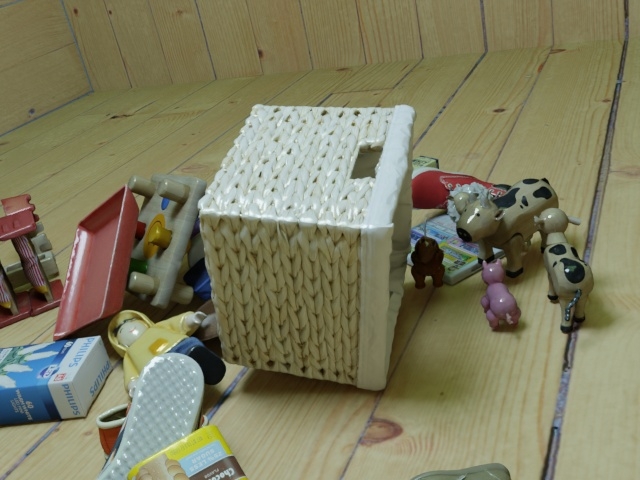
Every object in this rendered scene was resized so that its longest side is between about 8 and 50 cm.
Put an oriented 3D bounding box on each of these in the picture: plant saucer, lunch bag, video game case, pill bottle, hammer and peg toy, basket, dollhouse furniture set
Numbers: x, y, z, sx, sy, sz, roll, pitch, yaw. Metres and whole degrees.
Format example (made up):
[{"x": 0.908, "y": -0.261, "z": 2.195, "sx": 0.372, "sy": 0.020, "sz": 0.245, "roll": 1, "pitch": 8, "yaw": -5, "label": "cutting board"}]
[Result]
[{"x": -0.157, "y": 0.117, "z": 1.282, "sx": 0.199, "sy": 0.036, "sz": 0.198, "roll": -24, "pitch": 10, "yaw": 4, "label": "plant saucer"}, {"x": -0.424, "y": 0.052, "z": 1.362, "sx": 0.258, "sy": 0.048, "sz": 0.258, "roll": -24, "pitch": 55, "yaw": 48, "label": "plant saucer"}, {"x": -0.219, "y": 0.087, "z": 1.407, "sx": 0.067, "sy": 0.065, "sz": 0.098, "roll": -43, "pitch": 33, "yaw": -5, "label": "lunch bag"}, {"x": 0.257, "y": 0.007, "z": 1.405, "sx": 0.193, "sy": 0.023, "sz": 0.212, "roll": -25, "pitch": 29, "yaw": -25, "label": "video game case"}, {"x": -0.233, "y": 0.003, "z": 1.535, "sx": 0.108, "sy": 0.108, "sz": 0.193, "roll": -15, "pitch": 26, "yaw": -5, "label": "pill bottle"}, {"x": -0.349, "y": -0.020, "z": 1.453, "sx": 0.127, "sy": 0.265, "sz": 0.361, "roll": 20, "pitch": -4, "yaw": -33, "label": "hammer and peg toy"}, {"x": 0.000, "y": 0.000, "z": 1.099, "sx": 0.267, "sy": 0.331, "sz": 0.328, "roll": 5, "pitch": 40, "yaw": 11, "label": "basket"}, {"x": -0.702, "y": 0.017, "z": 1.613, "sx": 0.152, "sy": 0.201, "sz": 0.374, "roll": -21, "pitch": 28, "yaw": -17, "label": "dollhouse furniture set"}]

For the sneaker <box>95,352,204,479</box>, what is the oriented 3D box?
[{"x": -0.224, "y": 0.312, "z": 0.907, "sx": 0.126, "sy": 0.127, "sz": 0.321, "roll": 18, "pitch": 56, "yaw": 1, "label": "sneaker"}]

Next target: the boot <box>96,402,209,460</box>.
[{"x": -0.245, "y": 0.268, "z": 1.033, "sx": 0.158, "sy": 0.084, "sz": 0.059, "roll": -14, "pitch": 24, "yaw": -7, "label": "boot"}]

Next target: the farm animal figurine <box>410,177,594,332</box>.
[{"x": 0.321, "y": -0.013, "z": 1.209, "sx": 0.331, "sy": 0.172, "sz": 0.327, "roll": 12, "pitch": 37, "yaw": 33, "label": "farm animal figurine"}]

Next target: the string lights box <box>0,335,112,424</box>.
[{"x": -0.505, "y": 0.242, "z": 1.208, "sx": 0.260, "sy": 0.076, "sz": 0.133, "roll": -8, "pitch": 25, "yaw": 8, "label": "string lights box"}]

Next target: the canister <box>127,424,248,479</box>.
[{"x": -0.129, "y": 0.311, "z": 0.807, "sx": 0.126, "sy": 0.073, "sz": 0.170, "roll": -26, "pitch": 63, "yaw": -24, "label": "canister"}]

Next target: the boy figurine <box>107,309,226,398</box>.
[{"x": -0.264, "y": 0.181, "z": 1.185, "sx": 0.177, "sy": 0.092, "sz": 0.285, "roll": -48, "pitch": 35, "yaw": -16, "label": "boy figurine"}]

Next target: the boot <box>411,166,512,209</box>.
[{"x": 0.294, "y": -0.095, "z": 1.473, "sx": 0.244, "sy": 0.088, "sz": 0.176, "roll": -7, "pitch": 20, "yaw": -40, "label": "boot"}]

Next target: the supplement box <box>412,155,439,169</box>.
[{"x": 0.230, "y": -0.141, "z": 1.649, "sx": 0.083, "sy": 0.083, "sz": 0.056, "roll": -28, "pitch": 31, "yaw": -32, "label": "supplement box"}]

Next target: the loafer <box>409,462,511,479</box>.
[{"x": 0.156, "y": 0.297, "z": 0.822, "sx": 0.148, "sy": 0.056, "sz": 0.050, "roll": -15, "pitch": 20, "yaw": -6, "label": "loafer"}]
